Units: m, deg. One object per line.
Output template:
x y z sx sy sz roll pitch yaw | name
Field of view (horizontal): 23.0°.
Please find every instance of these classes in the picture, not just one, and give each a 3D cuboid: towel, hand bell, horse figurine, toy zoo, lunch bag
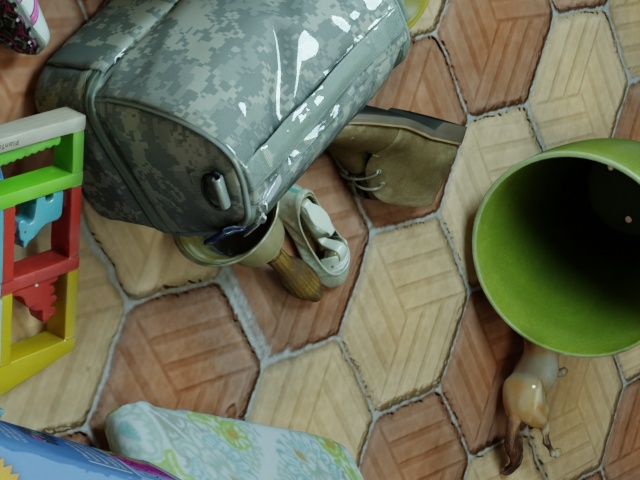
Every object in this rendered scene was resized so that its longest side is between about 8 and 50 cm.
-0.038 0.331 1.645 0.090 0.320 0.374 -47 143 20 | towel
-0.050 0.015 1.722 0.242 0.126 0.126 43 64 -56 | hand bell
0.299 0.191 2.154 0.174 0.066 0.263 42 63 -50 | horse figurine
-0.300 0.037 1.436 0.192 0.030 0.293 -23 129 -45 | toy zoo
-0.085 -0.146 1.521 0.305 0.256 0.212 -49 129 -31 | lunch bag

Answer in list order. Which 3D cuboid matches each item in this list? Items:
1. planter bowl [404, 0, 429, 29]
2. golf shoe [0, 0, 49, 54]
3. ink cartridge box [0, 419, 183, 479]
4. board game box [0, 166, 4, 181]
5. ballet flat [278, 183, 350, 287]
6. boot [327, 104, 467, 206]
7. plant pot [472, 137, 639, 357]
0.033 -0.328 1.747 0.217 0.090 0.217 -10 103 -47 | planter bowl
-0.287 -0.254 1.418 0.086 0.067 0.186 -51 130 -32 | golf shoe
-0.331 0.282 1.346 0.395 0.151 0.270 22 83 -29 | ink cartridge box
-0.359 -0.090 1.381 0.141 0.048 0.170 -28 117 -40 | board game box
0.000 0.000 1.794 0.057 0.052 0.168 -58 134 -23 | ballet flat
0.058 -0.099 1.812 0.305 0.112 0.115 7 102 -51 | boot
0.380 -0.029 2.089 0.293 0.274 0.275 -38 125 -57 | plant pot
